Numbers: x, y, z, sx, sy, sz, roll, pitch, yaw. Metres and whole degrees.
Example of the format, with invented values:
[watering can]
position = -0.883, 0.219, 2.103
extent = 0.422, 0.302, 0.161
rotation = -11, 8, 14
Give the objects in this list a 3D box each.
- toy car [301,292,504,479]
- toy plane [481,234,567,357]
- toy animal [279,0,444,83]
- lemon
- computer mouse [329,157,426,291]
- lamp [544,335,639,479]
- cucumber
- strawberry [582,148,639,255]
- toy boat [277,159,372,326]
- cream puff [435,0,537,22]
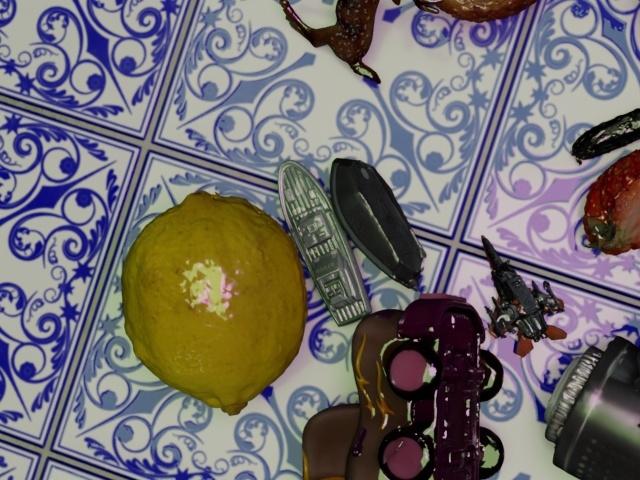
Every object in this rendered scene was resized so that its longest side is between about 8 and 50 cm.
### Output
[toy car]
position = 0.107, 0.245, 1.729
extent = 0.240, 0.271, 0.341
rotation = 0, 82, 29
[toy plane]
position = 0.282, 0.073, 1.790
extent = 0.130, 0.061, 0.189
rotation = -22, 81, -18
[toy animal]
position = 0.067, -0.349, 1.769
extent = 0.260, 0.243, 0.087
rotation = 25, 55, 17
[lemon]
position = -0.150, 0.086, 1.748
extent = 0.268, 0.268, 0.322
rotation = 0, 100, 7
[computer mouse]
position = 0.076, -0.020, 1.799
extent = 0.071, 0.126, 0.231
rotation = -33, 83, 22
[lamp]
position = 0.445, 0.269, 1.679
extent = 0.272, 0.205, 0.374
rotation = 12, 130, 35
[cucumber]
position = 0.448, -0.163, 1.787
extent = 0.181, 0.053, 0.053
rotation = -23, 85, 6
[strawberry]
position = 0.451, -0.080, 1.749
extent = 0.236, 0.175, 0.106
rotation = -30, 47, -27
[toy boat]
position = 0.000, 0.000, 1.815
extent = 0.078, 0.085, 0.261
rotation = -25, 84, 15
[cream puff]
position = 0.238, -0.433, 1.773
extent = 0.240, 0.164, 0.240
rotation = 3, 102, 14
